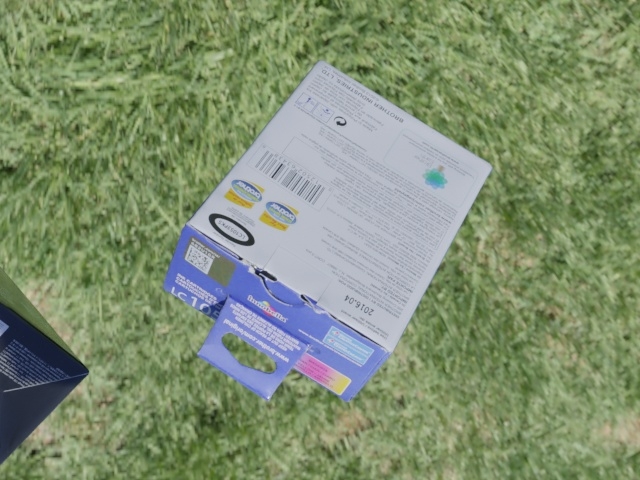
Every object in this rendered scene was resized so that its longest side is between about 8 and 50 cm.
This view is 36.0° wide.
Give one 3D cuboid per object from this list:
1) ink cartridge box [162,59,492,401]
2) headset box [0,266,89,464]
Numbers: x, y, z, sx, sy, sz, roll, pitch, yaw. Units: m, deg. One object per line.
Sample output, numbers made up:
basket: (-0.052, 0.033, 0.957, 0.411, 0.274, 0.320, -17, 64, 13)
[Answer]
ink cartridge box: (0.000, 0.000, 1.181, 0.270, 0.395, 0.151, 32, 141, 2)
headset box: (-0.351, 0.025, 0.812, 0.110, 0.293, 0.218, -47, 136, -8)
